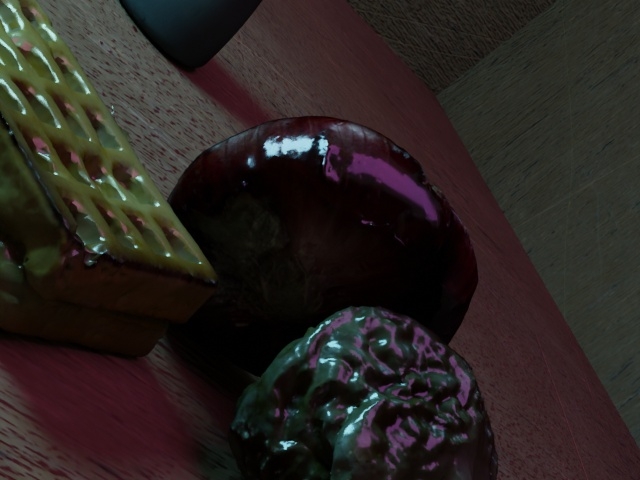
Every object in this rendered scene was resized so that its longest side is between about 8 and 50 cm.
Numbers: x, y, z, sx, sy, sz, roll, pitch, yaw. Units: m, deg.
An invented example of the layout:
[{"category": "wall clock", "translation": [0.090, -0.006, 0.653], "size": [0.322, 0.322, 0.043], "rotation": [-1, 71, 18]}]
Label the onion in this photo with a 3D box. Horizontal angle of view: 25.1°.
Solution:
[{"category": "onion", "translation": [0.000, 0.000, 1.219], "size": [0.272, 0.272, 0.195], "rotation": [44, 35, -29]}]

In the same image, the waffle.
[{"category": "waffle", "translation": [-0.225, -0.073, 1.071], "size": [0.327, 0.098, 0.224], "rotation": [55, 13, 21]}]

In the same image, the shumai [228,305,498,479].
[{"category": "shumai", "translation": [0.057, 0.194, 1.102], "size": [0.256, 0.189, 0.218], "rotation": [41, 17, -39]}]

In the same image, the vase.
[{"category": "vase", "translation": [-0.092, -0.374, 1.779], "size": [0.173, 0.321, 0.173], "rotation": [48, 15, -17]}]
